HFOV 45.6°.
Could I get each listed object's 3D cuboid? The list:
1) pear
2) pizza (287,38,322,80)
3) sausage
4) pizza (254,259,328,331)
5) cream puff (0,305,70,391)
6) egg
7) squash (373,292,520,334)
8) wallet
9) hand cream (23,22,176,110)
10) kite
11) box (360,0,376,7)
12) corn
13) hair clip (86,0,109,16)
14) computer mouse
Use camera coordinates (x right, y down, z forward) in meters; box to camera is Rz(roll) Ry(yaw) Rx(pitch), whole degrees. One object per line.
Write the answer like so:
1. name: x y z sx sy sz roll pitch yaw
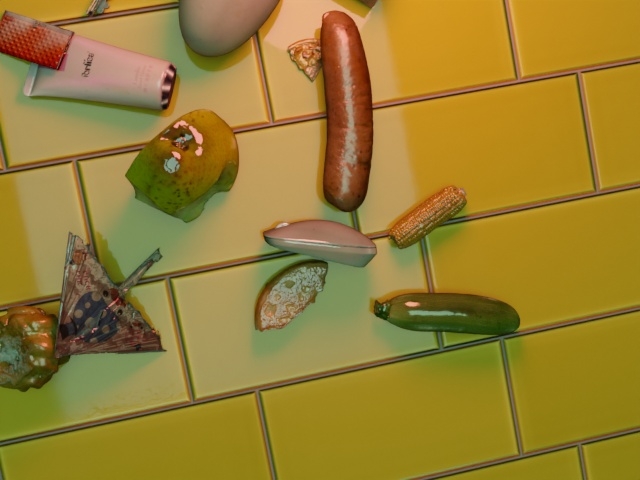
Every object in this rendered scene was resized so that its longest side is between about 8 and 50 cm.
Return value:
1. pear: -0.310 -0.172 1.794 0.286 0.282 0.176 -44 88 -3
2. pizza: -0.019 -0.461 1.941 0.123 0.026 0.108 -8 96 -7
3. sausage: 0.067 -0.321 1.907 0.136 0.123 0.500 -2 94 -20
4. pizza: -0.079 0.137 1.945 0.127 0.058 0.246 36 86 -6
5. cream puff: -0.682 0.262 1.822 0.195 0.194 0.221 32 106 -7
6. egg: -0.207 -0.610 1.809 0.230 0.230 0.370 30 94 -7
7. squash: 0.336 0.189 1.975 0.396 0.107 0.107 5 92 -6
8. wallet: -0.693 -0.481 1.829 0.197 0.020 0.103 20 89 13
9. hand cream: -0.530 -0.408 1.845 0.359 0.118 0.185 12 90 0
10. kite: -0.507 0.151 1.834 0.368 0.014 0.406 -49 123 -31
11. box: 0.084 -0.672 1.890 0.182 0.133 0.099 28 88 -9
12. corn: 0.280 -0.062 1.969 0.238 0.080 0.080 -37 96 -5
13. hair clip: -0.516 -0.620 1.865 0.049 0.049 0.172 30 94 -7
14. computer mouse: 0.002 -0.006 1.896 0.289 0.159 0.096 14 96 -8
